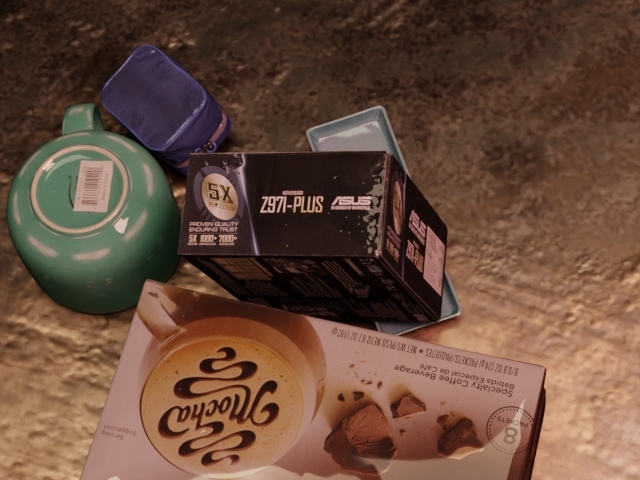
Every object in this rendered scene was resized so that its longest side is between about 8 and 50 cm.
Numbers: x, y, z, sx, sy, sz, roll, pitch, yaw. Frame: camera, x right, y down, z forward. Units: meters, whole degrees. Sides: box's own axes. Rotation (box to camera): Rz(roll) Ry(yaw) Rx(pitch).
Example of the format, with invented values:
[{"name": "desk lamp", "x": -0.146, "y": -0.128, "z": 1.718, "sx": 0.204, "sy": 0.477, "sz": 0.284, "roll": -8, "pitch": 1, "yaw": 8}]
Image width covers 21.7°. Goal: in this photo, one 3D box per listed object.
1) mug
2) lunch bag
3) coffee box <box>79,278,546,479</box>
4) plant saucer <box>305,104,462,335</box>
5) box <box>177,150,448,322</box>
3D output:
[{"name": "mug", "x": -0.185, "y": -0.029, "z": 1.294, "sx": 0.129, "sy": 0.097, "sz": 0.158, "roll": -41, "pitch": 70, "yaw": -12}, {"name": "lunch bag", "x": -0.119, "y": -0.101, "z": 1.337, "sx": 0.067, "sy": 0.065, "sz": 0.098, "roll": -47, "pitch": 64, "yaw": 1}, {"name": "coffee box", "x": 0.000, "y": 0.152, "z": 1.187, "sx": 0.297, "sy": 0.119, "sz": 0.168, "roll": 13, "pitch": 67, "yaw": 11}, {"name": "plant saucer", "x": 0.049, "y": -0.014, "z": 1.311, "sx": 0.067, "sy": 0.018, "sz": 0.192, "roll": -19, "pitch": 66, "yaw": -2}, {"name": "box", "x": 0.000, "y": 0.000, "z": 1.205, "sx": 0.147, "sy": 0.180, "sz": 0.077, "roll": 0, "pitch": 73, "yaw": 19}]
